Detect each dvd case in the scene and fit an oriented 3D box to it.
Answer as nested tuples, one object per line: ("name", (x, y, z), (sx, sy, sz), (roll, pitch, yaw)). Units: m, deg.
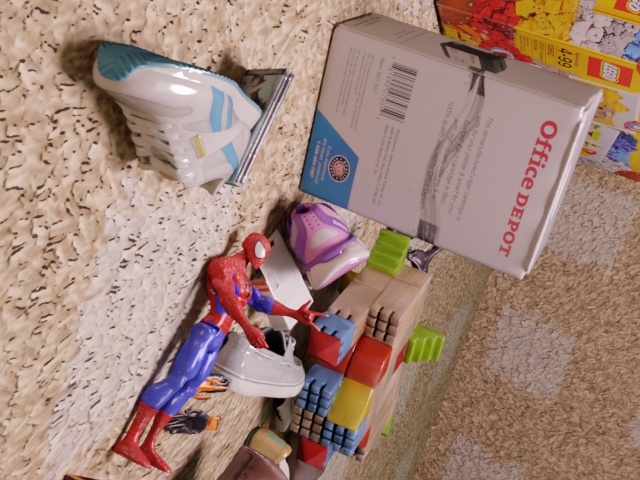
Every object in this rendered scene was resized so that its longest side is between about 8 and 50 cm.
("dvd case", (-0.072, -0.109, 0.909), (0.013, 0.087, 0.119), (29, 84, -31))

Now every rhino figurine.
("rhino figurine", (-0.022, 0.374, 1.640), (0.106, 0.073, 0.243), (-54, 160, -47))

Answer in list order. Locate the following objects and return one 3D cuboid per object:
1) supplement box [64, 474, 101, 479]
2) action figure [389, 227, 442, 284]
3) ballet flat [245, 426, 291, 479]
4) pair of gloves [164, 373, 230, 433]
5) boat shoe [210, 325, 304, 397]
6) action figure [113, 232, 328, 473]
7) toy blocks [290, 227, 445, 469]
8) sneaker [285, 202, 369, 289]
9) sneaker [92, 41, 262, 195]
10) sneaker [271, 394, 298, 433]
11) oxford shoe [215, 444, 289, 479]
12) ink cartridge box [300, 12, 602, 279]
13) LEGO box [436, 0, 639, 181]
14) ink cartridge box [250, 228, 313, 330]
("supplement box", (-0.200, 0.307, 0.985), (0.080, 0.104, 0.188), (-64, 163, -12))
("action figure", (0.247, -0.061, 1.699), (0.275, 0.164, 0.141), (-46, 136, 0))
("ballet flat", (-0.091, 0.389, 1.454), (0.080, 0.073, 0.232), (-44, 151, -51))
("pair of gloves", (-0.144, 0.191, 1.108), (0.074, 0.010, 0.083), (3, 115, -35))
("boat shoe", (-0.066, 0.152, 1.229), (0.081, 0.079, 0.227), (-64, 159, 3))
("action figure", (-0.096, 0.128, 1.033), (0.091, 0.139, 0.280), (57, 55, -69))
("toy blocks", (0.051, 0.209, 1.440), (0.261, 0.191, 0.381), (-45, 151, -53))
("sneaker", (0.000, 0.000, 1.222), (0.095, 0.104, 0.236), (-35, 179, -4))
("sneaker", (-0.115, -0.095, 0.775), (0.092, 0.087, 0.229), (-68, 161, -1))
("sneaker", (-0.060, 0.253, 1.453), (0.044, 0.040, 0.109), (-26, 133, -44))
("oxford shoe", (-0.183, 0.400, 1.149), (0.364, 0.133, 0.130), (-37, 157, -24))
("ink cartridge box", (0.154, -0.121, 1.162), (0.129, 0.308, 0.223), (-37, 146, -57))
("LEGO box", (0.426, -0.314, 1.611), (0.193, 0.373, 0.500), (-66, 162, -8))
("ink cartridge box", (-0.056, 0.050, 1.196), (0.063, 0.029, 0.115), (-49, 123, -44))
